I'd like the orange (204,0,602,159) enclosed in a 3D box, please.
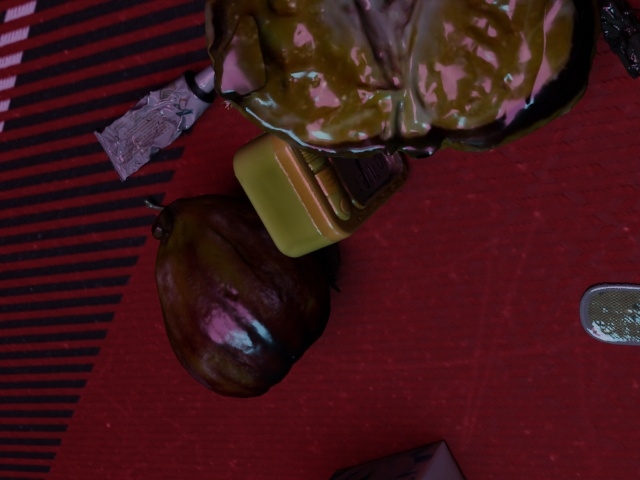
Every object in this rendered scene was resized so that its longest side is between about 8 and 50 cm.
[{"bbox_3d":[0.078,-0.224,0.874,0.368,0.210,0.271,-4,106,2],"label":"orange"}]

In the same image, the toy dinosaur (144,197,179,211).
[{"bbox_3d":[-0.168,-0.019,1.230,0.180,0.037,0.058,38,149,15],"label":"toy dinosaur"}]

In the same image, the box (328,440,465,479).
[{"bbox_3d":[0.059,0.397,1.162,0.203,0.274,0.116,-24,98,35],"label":"box"}]

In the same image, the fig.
[{"bbox_3d":[-0.099,0.066,1.118,0.223,0.224,0.263,-5,101,30],"label":"fig"}]

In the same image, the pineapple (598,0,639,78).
[{"bbox_3d":[0.324,-0.183,0.871,0.159,0.074,0.074,42,126,10],"label":"pineapple"}]

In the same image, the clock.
[{"bbox_3d":[0.007,-0.082,1.003,0.096,0.202,0.143,-25,101,35],"label":"clock"}]

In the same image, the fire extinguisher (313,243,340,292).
[{"bbox_3d":[0.000,0.000,1.147,0.056,0.039,0.132,25,130,55],"label":"fire extinguisher"}]

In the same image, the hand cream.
[{"bbox_3d":[-0.215,-0.158,1.182,0.257,0.050,0.084,-26,102,38],"label":"hand cream"}]

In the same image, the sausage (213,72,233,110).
[{"bbox_3d":[-0.057,-0.252,1.037,0.083,0.083,0.264,39,127,6],"label":"sausage"}]

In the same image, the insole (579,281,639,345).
[{"bbox_3d":[0.445,0.085,0.972,0.322,0.007,0.109,1,113,27],"label":"insole"}]
